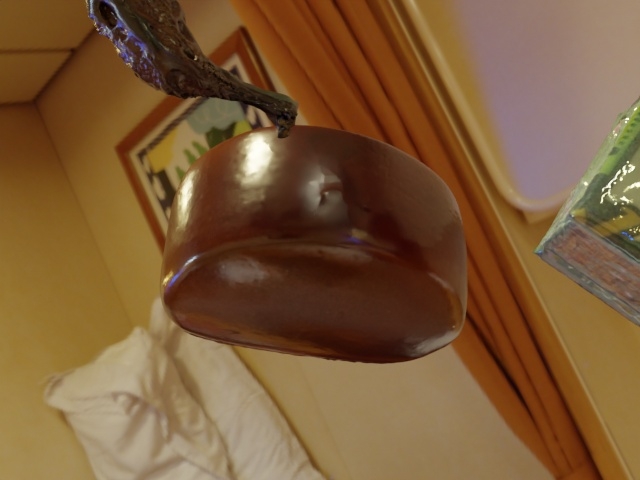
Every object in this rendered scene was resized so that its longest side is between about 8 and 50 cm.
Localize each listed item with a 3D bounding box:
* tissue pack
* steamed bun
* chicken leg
[{"bbox_3d":[0.400,0.002,0.754,0.228,0.311,0.128,-52,-9,-22],"label":"tissue pack"},{"bbox_3d":[0.000,0.000,0.947,0.379,0.235,0.248,8,-37,-4],"label":"steamed bun"},{"bbox_3d":[-0.130,-0.180,0.737,0.051,0.253,0.106,-44,8,43],"label":"chicken leg"}]
